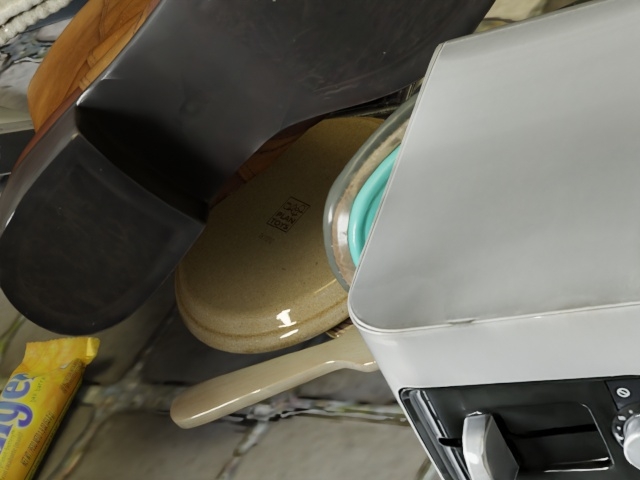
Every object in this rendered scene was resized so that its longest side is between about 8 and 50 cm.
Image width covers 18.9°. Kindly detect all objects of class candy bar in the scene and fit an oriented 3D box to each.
[{"bbox_3d":[-0.133,0.097,0.762,0.040,0.018,0.161,-7,37,29],"label":"candy bar"}]

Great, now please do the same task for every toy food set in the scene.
[{"bbox_3d":[0.000,0.000,0.793,0.132,0.038,0.192,-21,41,21],"label":"toy food set"}]

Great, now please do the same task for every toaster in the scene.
[{"bbox_3d":[0.099,0.024,0.561,0.110,0.168,0.185,-10,37,26],"label":"toaster"}]

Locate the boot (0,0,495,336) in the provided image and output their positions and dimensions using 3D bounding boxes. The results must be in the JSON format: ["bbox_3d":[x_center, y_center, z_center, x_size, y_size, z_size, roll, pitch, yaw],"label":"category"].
[{"bbox_3d":[-0.028,-0.100,0.802,0.264,0.096,0.280,-51,15,13],"label":"boot"}]

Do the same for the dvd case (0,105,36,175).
[{"bbox_3d":[-0.274,-0.057,0.986,0.179,0.029,0.239,-12,20,-39],"label":"dvd case"}]

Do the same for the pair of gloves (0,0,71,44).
[{"bbox_3d":[-0.126,-0.177,1.068,0.240,0.042,0.204,-33,30,-13],"label":"pair of gloves"}]

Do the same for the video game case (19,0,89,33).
[{"bbox_3d":[-0.170,-0.208,1.201,0.196,0.026,0.274,-14,36,18],"label":"video game case"}]

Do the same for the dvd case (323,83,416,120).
[{"bbox_3d":[-0.011,-0.123,0.976,0.164,0.018,0.221,-10,37,25],"label":"dvd case"}]

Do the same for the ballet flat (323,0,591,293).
[{"bbox_3d":[0.112,-0.054,0.742,0.280,0.095,0.096,-26,22,-17],"label":"ballet flat"}]
